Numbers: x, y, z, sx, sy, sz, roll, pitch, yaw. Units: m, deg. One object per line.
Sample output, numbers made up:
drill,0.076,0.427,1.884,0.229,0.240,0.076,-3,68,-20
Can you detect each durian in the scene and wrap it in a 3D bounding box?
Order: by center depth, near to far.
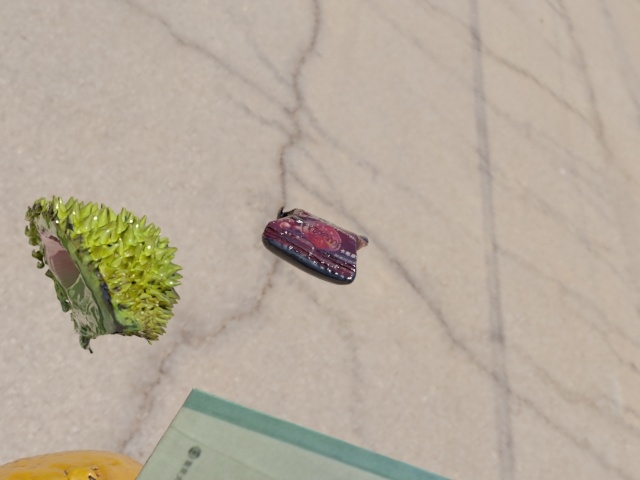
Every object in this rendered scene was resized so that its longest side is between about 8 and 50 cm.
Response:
durian,-0.169,0.021,0.835,0.095,0.220,0.137,-22,90,-28

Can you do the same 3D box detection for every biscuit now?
biscuit,-0.006,-0.002,1.573,0.151,0.063,0.235,25,10,1

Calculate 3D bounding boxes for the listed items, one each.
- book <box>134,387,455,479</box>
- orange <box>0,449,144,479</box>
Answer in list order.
book,0.019,0.177,0.370,0.215,0.282,0.025,-60,151,-33
orange,-0.238,0.363,0.963,0.340,0.293,0.341,2,74,-8
